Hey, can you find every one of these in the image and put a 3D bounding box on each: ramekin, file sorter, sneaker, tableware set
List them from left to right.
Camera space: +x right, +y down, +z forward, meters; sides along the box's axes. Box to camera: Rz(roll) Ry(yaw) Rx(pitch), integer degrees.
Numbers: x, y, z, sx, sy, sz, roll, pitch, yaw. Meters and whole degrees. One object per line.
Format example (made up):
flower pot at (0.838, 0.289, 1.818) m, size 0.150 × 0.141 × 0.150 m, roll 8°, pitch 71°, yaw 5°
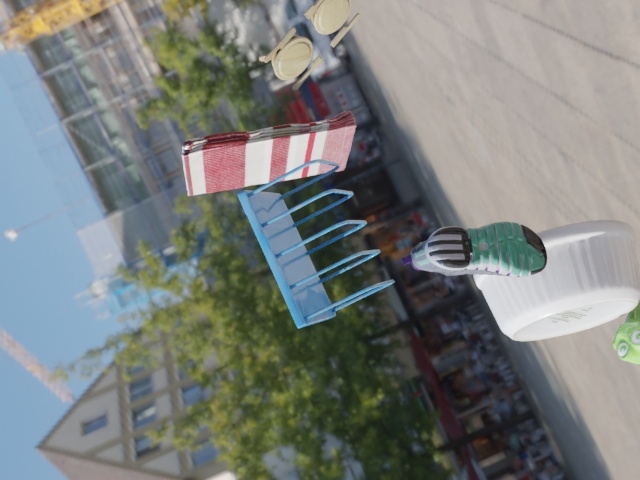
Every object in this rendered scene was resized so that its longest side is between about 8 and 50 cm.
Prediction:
tableware set at (-0.021, -0.375, 1.671) m, size 0.039 × 0.194 × 0.128 m, roll 44°, pitch -176°, yaw 30°
file sorter at (0.000, 0.000, 1.095) m, size 0.170 × 0.104 × 0.118 m, roll 65°, pitch -164°, yaw 7°
sneaker at (0.232, 0.018, 1.387) m, size 0.098 × 0.223 × 0.083 m, roll -23°, pitch 65°, yaw 57°
ramekin at (0.402, 0.075, 1.537) m, size 0.273 × 0.273 × 0.127 m, roll 55°, pitch -160°, yaw -69°

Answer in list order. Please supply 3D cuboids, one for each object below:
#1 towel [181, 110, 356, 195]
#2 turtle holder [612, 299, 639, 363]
towel at (-0.102, -0.163, 1.793) m, size 0.237 × 0.329 × 0.037 m, roll 105°, pitch 153°, yaw -72°
turtle holder at (0.680, 0.158, 1.528) m, size 0.320 × 0.243 × 0.227 m, roll 27°, pitch -136°, yaw -8°
